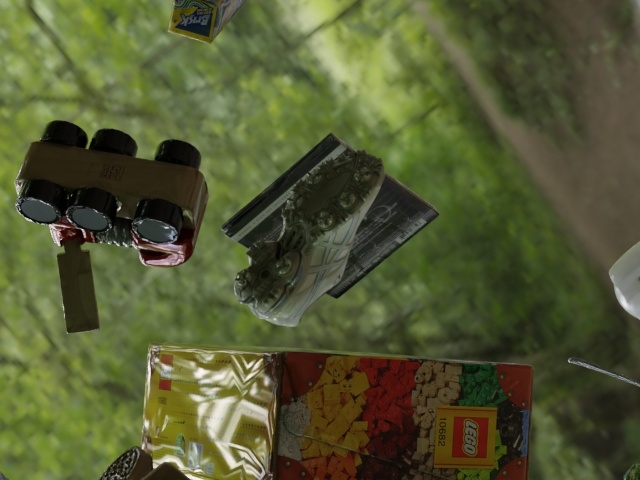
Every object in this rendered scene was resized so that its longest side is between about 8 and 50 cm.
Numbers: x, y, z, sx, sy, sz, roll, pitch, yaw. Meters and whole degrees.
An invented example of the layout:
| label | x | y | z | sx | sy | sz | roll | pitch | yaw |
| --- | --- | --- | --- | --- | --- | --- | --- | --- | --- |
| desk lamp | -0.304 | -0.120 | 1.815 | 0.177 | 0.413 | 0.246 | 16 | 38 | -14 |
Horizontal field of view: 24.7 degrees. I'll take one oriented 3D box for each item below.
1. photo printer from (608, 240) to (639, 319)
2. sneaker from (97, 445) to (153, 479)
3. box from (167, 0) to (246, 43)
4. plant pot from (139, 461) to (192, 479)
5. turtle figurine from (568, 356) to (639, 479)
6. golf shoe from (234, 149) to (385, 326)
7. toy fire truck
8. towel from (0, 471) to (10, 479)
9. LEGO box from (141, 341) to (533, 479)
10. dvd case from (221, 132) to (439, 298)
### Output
| label | x | y | z | sx | sy | sz | roll | pitch | yaw |
| --- | --- | --- | --- | --- | --- | --- | --- | --- | --- |
| photo printer | 0.525 | 0.025 | 1.961 | 0.107 | 0.256 | 0.307 | 60 | -164 | 20 |
| sneaker | -0.224 | 0.323 | 1.576 | 0.086 | 0.192 | 0.064 | 42 | 161 | -26 |
| box | -0.133 | -0.303 | 1.807 | 0.059 | 0.054 | 0.169 | 17 | -150 | 6 |
| plant pot | -0.141 | 0.279 | 1.284 | 0.109 | 0.096 | 0.109 | 38 | -156 | 10 |
| turtle figurine | 0.479 | 0.290 | 2.002 | 0.266 | 0.198 | 0.274 | -25 | 108 | 45 |
| golf shoe | 0.000 | 0.000 | 1.295 | 0.069 | 0.176 | 0.086 | 39 | 176 | 38 |
| toy fire truck | -0.253 | -0.002 | 1.787 | 0.246 | 0.217 | 0.158 | 92 | -171 | -58 |
| towel | -0.418 | 0.329 | 1.851 | 0.243 | 0.040 | 0.336 | 51 | 175 | 48 |
| LEGO box | 0.005 | 0.251 | 2.061 | 0.373 | 0.193 | 0.500 | 5 | 175 | -26 |
| dvd case | 0.015 | -0.023 | 1.647 | 0.221 | 0.164 | 0.018 | 31 | -156 | -49 |
